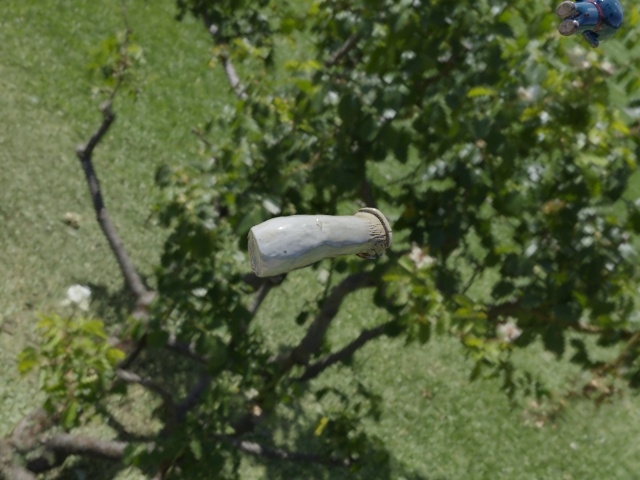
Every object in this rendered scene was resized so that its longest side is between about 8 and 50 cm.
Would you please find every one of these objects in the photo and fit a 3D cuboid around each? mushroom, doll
[{"bbox_3d":[0.003,-0.002,1.301,0.223,0.092,0.081,-10,69,-29],"label":"mushroom"},{"bbox_3d":[0.503,-0.413,1.718,0.152,0.114,0.085,-14,8,-34],"label":"doll"}]
